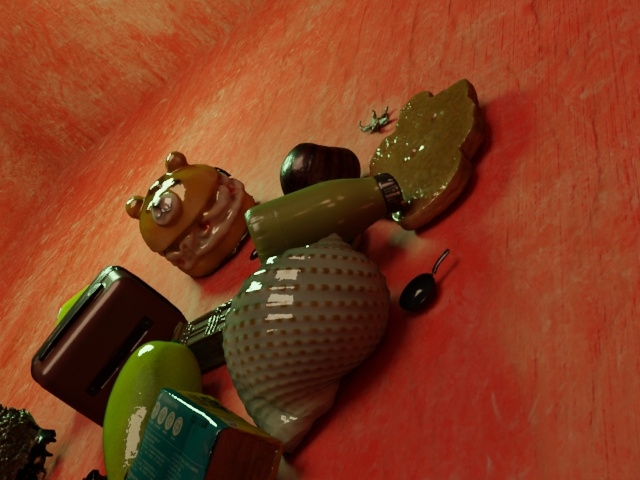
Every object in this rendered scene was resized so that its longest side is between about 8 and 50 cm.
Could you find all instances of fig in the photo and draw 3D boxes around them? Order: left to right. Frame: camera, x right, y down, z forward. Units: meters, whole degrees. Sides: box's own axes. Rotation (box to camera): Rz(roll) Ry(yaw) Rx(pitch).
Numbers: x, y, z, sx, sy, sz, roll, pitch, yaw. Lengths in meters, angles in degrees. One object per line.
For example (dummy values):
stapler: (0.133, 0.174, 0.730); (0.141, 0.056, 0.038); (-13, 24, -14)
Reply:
fig: (-0.017, -0.114, 1.758); (0.202, 0.149, 0.148); (-50, 4, -25)

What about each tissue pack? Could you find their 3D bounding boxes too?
tissue pack: (-0.179, 0.347, 1.342); (0.271, 0.134, 0.192); (11, 78, 61)

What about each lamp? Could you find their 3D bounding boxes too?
lamp: (-0.156, 0.161, 1.660); (0.325, 0.090, 0.089); (-29, 31, 37)

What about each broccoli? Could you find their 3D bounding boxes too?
broccoli: (-0.708, 0.479, 2.031); (0.247, 0.263, 0.243); (-10, 3, 4)

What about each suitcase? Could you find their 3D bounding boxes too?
suitcase: (-0.440, 0.222, 1.859); (0.297, 0.236, 0.161); (-53, 25, -9)

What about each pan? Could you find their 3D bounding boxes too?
pan: (0.167, 0.064, 1.349); (0.115, 0.023, 0.068); (-51, 24, 0)

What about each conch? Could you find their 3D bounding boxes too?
conch: (-0.047, 0.139, 1.379); (0.319, 0.215, 0.303); (-55, 15, -16)

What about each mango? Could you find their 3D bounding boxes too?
mango: (-0.305, 0.334, 1.571); (0.192, 0.156, 0.343); (-41, 30, 37)

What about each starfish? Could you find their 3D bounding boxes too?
starfish: (0.118, -0.259, 1.902); (0.078, 0.028, 0.091); (-35, 24, 14)

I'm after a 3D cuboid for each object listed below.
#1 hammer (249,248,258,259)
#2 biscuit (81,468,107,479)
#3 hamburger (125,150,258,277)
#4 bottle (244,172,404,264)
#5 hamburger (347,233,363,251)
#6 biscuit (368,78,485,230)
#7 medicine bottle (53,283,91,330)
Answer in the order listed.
hammer: (-0.094, -0.022, 1.909); (0.178, 0.021, 0.065); (-45, 25, 7)
biscuit: (-0.413, 0.519, 1.577); (0.106, 0.070, 0.252); (-45, 25, 5)
hamburger: (-0.309, -0.067, 2.077); (0.276, 0.237, 0.276); (-40, 26, 24)
bottle: (0.010, -0.042, 1.480); (0.260, 0.112, 0.112); (-20, 25, -4)
hamburger: (0.000, 0.000, 1.608); (0.162, 0.115, 0.162); (-35, 29, 23)
biscuit: (0.187, -0.155, 1.602); (0.269, 0.051, 0.376); (-38, 29, 27)
medicine bottle: (-0.577, 0.242, 2.173); (0.141, 0.137, 0.250); (-37, 26, 25)
